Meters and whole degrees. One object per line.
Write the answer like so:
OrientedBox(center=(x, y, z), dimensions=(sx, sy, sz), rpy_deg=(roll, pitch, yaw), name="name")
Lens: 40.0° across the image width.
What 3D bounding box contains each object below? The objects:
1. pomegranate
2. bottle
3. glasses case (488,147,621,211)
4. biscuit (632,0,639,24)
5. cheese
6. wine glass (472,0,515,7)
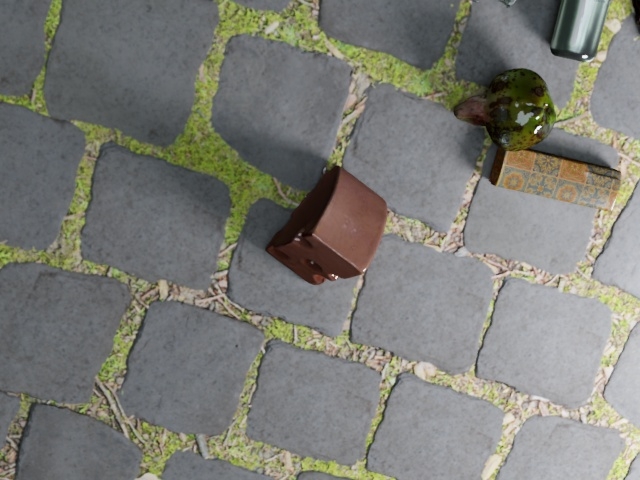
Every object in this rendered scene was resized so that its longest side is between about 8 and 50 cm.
OrientedBox(center=(0.307, -0.216, 1.454), dimensions=(0.163, 0.125, 0.138), rpy_deg=(0, 94, -4), name="pomegranate")
OrientedBox(center=(0.446, -0.422, 1.439), dimensions=(0.096, 0.079, 0.253), rpy_deg=(-5, 111, -44), name="bottle")
OrientedBox(center=(0.411, -0.110, 1.535), dimensions=(0.218, 0.049, 0.075), rpy_deg=(12, 104, -9), name="glasses case")
OrientedBox(center=(0.713, -0.441, 1.462), dimensions=(0.388, 0.073, 0.107), rpy_deg=(-23, 105, 2), name="biscuit")
OrientedBox(center=(0.013, -0.007, 1.456), dimensions=(0.128, 0.177, 0.203), rpy_deg=(39, 98, -14), name="cheese")
OrientedBox(center=(0.261, -0.482, 1.362), dimensions=(0.165, 0.165, 0.196), rpy_deg=(18, 99, -11), name="wine glass")
